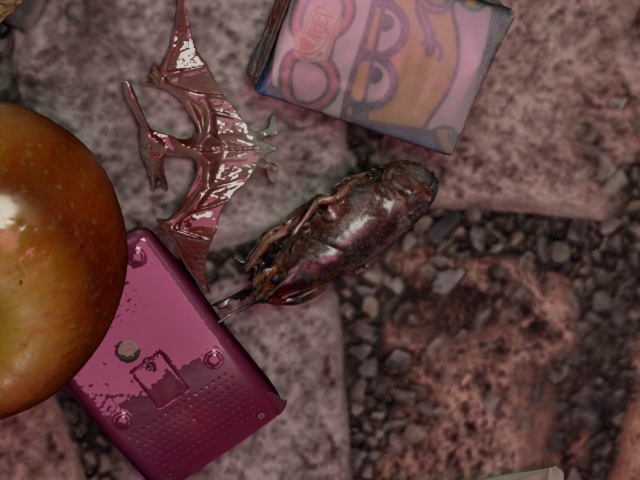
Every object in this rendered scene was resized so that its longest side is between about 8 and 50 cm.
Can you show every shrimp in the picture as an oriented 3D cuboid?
[{"bbox_3d":[0.001,0.001,1.353,0.190,0.073,0.075,-38,108,1],"label":"shrimp"}]

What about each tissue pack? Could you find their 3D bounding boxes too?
[{"bbox_3d":[0.040,-0.138,1.306,0.155,0.065,0.115,18,105,-15],"label":"tissue pack"}]

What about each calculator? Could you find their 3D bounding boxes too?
[{"bbox_3d":[-0.127,0.091,1.386,0.127,0.034,0.190,-34,112,6],"label":"calculator"}]

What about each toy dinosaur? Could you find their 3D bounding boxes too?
[{"bbox_3d":[-0.083,-0.068,1.331,0.108,0.032,0.220,-3,102,-4],"label":"toy dinosaur"}]

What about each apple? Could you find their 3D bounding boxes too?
[{"bbox_3d":[-0.242,0.013,1.265,0.235,0.173,0.210,-25,118,11],"label":"apple"}]

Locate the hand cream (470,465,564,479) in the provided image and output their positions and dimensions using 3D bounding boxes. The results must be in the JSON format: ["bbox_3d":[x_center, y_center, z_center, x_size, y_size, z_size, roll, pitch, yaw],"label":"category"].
[{"bbox_3d":[0.079,0.222,1.468,0.234,0.050,0.080,-2,111,-14],"label":"hand cream"}]

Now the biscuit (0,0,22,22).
[{"bbox_3d":[-0.255,-0.158,1.248,0.168,0.070,0.082,-39,104,9],"label":"biscuit"}]
